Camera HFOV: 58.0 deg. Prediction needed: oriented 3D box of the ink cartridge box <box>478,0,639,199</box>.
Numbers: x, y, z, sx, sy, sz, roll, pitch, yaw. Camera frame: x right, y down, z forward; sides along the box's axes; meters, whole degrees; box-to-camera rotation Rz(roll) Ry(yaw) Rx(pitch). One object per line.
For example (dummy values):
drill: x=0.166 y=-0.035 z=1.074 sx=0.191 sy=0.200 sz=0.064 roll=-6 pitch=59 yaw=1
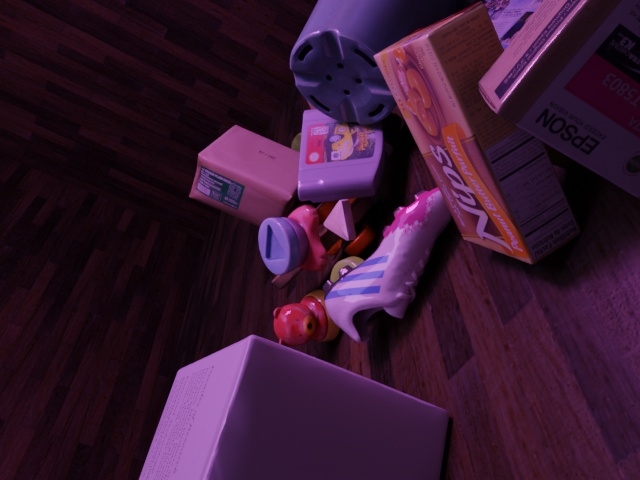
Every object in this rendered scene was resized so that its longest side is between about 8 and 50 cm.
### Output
ink cartridge box: x=0.320 y=-0.169 z=0.594 sx=0.193 sy=0.235 sz=0.088 roll=-56 pitch=19 yaw=30

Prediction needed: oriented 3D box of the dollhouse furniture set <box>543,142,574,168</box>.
dollhouse furniture set: x=0.333 y=-0.282 z=0.846 sx=0.197 sy=0.151 sz=0.301 roll=-51 pitch=22 yaw=38

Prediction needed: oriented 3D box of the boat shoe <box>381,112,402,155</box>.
boat shoe: x=0.117 y=-0.308 z=1.552 sx=0.113 sy=0.127 sz=0.340 roll=-63 pitch=19 yaw=4

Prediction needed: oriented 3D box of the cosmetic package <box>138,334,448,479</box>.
cosmetic package: x=-0.074 y=0.375 z=0.859 sx=0.394 sy=0.330 sz=0.327 roll=-34 pitch=35 yaw=57

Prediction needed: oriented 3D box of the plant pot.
plant pot: x=0.112 y=-0.466 z=1.315 sx=0.341 sy=0.341 sz=0.334 roll=-33 pitch=26 yaw=59

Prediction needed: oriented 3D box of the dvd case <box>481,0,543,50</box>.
dvd case: x=0.298 y=-0.355 z=1.042 sx=0.253 sy=0.022 sz=0.180 roll=-50 pitch=35 yaw=-11

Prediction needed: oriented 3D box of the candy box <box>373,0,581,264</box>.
candy box: x=0.203 y=-0.134 z=0.772 sx=0.088 sy=0.316 sz=0.183 roll=-33 pitch=17 yaw=-6

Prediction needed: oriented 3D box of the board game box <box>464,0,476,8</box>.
board game box: x=0.310 y=-0.630 z=1.370 sx=0.026 sy=0.154 sz=0.103 roll=-26 pitch=43 yaw=64

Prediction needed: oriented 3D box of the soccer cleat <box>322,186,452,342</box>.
soccer cleat: x=0.148 y=0.053 z=1.051 sx=0.331 sy=0.116 sz=0.143 roll=-47 pitch=58 yaw=19

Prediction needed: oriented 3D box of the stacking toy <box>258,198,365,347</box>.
stacking toy: x=-0.028 y=0.071 z=1.230 sx=0.279 sy=0.130 sz=0.308 roll=-27 pitch=78 yaw=54

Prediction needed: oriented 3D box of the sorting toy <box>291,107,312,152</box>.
sorting toy: x=-0.014 y=-0.358 z=2.092 sx=0.365 sy=0.127 sz=0.126 roll=-60 pitch=-11 yaw=25

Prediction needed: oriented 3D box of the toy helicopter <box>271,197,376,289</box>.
toy helicopter: x=0.000 y=0.000 z=1.447 sx=0.355 sy=0.140 sz=0.235 roll=-43 pitch=7 yaw=31

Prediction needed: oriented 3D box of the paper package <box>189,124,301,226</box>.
paper package: x=-0.206 y=-0.202 z=1.868 sx=0.309 sy=0.325 sz=0.168 roll=-60 pitch=-7 yaw=-57

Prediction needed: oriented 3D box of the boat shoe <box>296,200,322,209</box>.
boat shoe: x=-0.017 y=-0.129 z=1.785 sx=0.068 sy=0.081 sz=0.227 roll=-101 pitch=32 yaw=-59

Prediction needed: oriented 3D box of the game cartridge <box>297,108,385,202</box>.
game cartridge: x=0.052 y=-0.214 z=1.339 sx=0.060 sy=0.196 sz=0.294 roll=79 pitch=-170 yaw=-50

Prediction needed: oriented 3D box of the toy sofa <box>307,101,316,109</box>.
toy sofa: x=0.117 y=-0.519 z=1.713 sx=0.177 sy=0.150 sz=0.362 roll=20 pitch=72 yaw=29
